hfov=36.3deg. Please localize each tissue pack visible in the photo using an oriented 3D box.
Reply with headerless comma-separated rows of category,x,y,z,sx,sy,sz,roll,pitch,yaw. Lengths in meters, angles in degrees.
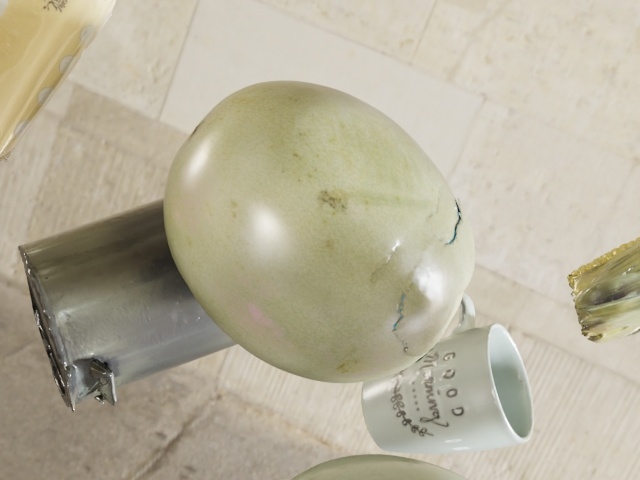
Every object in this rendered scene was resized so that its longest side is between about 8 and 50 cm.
tissue pack,-0.341,-0.217,1.001,0.186,0.222,0.090,36,4,-5

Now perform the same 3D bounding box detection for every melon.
melon,0.000,0.000,0.968,0.330,0.268,0.268,40,12,-15

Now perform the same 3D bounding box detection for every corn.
corn,0.463,0.038,1.255,0.123,0.305,0.122,20,46,-85

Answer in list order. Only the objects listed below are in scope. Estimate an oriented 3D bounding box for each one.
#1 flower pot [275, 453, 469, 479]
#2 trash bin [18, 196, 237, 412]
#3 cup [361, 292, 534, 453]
flower pot,0.021,0.215,0.408,0.195,0.246,0.246,5,19,-7
trash bin,-0.188,0.051,1.160,0.301,0.203,0.252,-20,46,-21
cup,0.190,0.211,1.550,0.234,0.258,0.186,-16,-16,25
